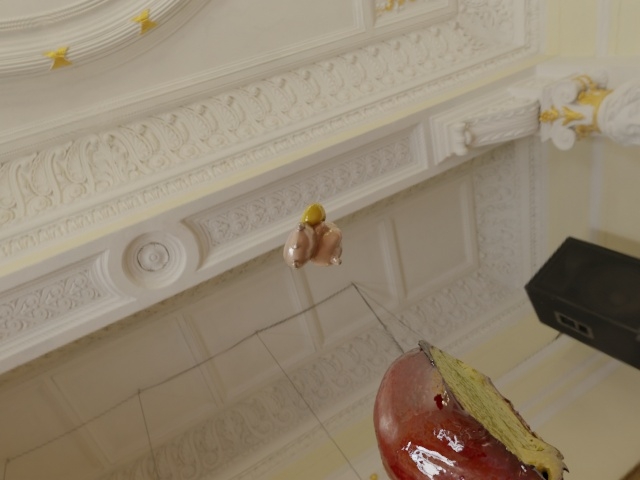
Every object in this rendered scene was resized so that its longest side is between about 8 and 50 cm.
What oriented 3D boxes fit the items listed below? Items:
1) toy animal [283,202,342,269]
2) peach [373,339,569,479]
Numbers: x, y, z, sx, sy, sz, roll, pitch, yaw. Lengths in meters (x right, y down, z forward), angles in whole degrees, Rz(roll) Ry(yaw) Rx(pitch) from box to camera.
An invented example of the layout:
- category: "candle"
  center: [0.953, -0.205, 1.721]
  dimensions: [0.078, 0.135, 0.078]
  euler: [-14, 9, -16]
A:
- category: "toy animal"
  center: [0.000, 0.000, 0.654]
  dimensions: [0.082, 0.114, 0.091]
  euler: [26, -77, 4]
- category: "peach"
  center: [0.213, 0.325, 0.730]
  dimensions: [0.257, 0.362, 0.201]
  euler: [33, -82, -20]
